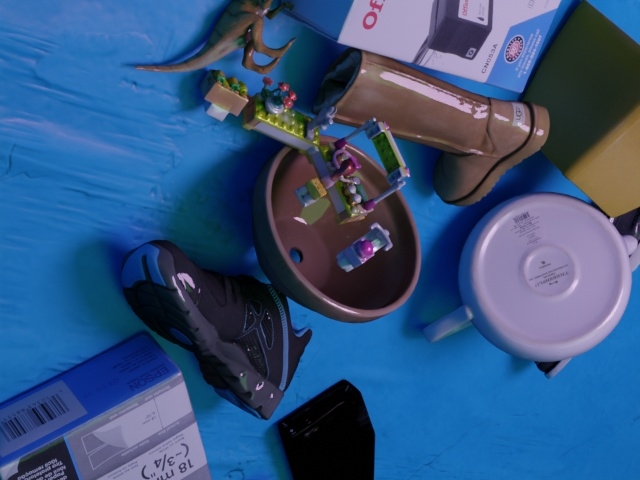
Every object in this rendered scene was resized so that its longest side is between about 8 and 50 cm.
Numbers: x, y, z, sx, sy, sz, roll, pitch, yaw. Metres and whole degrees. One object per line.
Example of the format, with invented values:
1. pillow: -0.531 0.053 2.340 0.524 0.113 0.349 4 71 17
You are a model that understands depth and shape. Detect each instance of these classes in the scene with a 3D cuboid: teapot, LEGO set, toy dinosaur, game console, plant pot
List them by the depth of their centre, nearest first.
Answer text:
1. toy dinosaur: -0.094 -0.229 1.450 0.112 0.064 0.211 40 84 -5
2. LEGO set: 0.001 -0.112 1.492 0.287 0.107 0.132 50 44 -8
3. plant pot: 0.000 0.000 1.586 0.237 0.237 0.110 4 154 -39
4. plant pot: 0.394 -0.159 1.773 0.187 0.212 0.212 -46 136 11
5. game console: -0.071 0.360 1.834 0.361 0.044 0.213 -32 132 -22
6. teapot: 0.304 0.061 1.844 0.187 0.256 0.252 89 20 -79

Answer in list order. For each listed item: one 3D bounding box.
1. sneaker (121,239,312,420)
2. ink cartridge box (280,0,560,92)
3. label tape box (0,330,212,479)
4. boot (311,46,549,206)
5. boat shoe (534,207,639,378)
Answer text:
1. sneaker: -0.123 0.082 1.589 0.139 0.125 0.341 -54 143 -16
2. ink cartridge box: 0.136 -0.317 1.515 0.307 0.129 0.223 8 111 -40
3. label tape box: -0.260 0.310 1.614 0.241 0.106 0.333 -27 130 -22
4. boot: 0.113 -0.141 1.626 0.270 0.089 0.236 12 149 -23
5. boat shoe: 0.400 0.067 1.991 0.302 0.091 0.114 -58 178 5
